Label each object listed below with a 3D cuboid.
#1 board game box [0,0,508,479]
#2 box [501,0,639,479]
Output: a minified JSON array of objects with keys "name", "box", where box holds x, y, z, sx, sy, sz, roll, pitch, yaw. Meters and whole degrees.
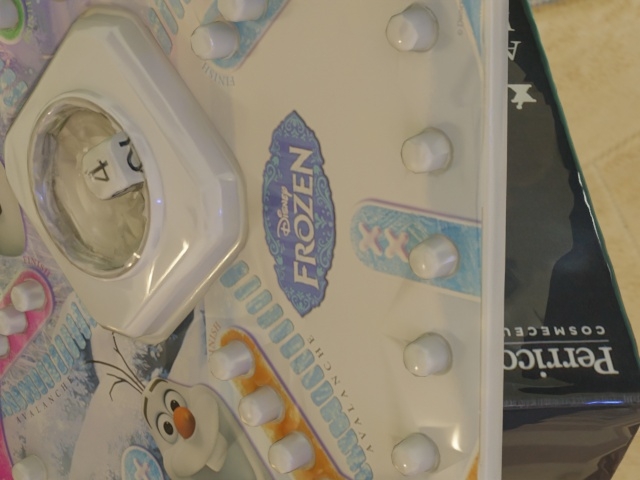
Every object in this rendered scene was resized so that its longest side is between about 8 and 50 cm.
[{"name":"board game box","box":[-0.098,-0.022,0.589,0.390,0.050,0.390,13,114,39]},{"name":"box","box":[0.000,0.000,0.901,0.212,0.293,0.396,102,163,-50]}]
